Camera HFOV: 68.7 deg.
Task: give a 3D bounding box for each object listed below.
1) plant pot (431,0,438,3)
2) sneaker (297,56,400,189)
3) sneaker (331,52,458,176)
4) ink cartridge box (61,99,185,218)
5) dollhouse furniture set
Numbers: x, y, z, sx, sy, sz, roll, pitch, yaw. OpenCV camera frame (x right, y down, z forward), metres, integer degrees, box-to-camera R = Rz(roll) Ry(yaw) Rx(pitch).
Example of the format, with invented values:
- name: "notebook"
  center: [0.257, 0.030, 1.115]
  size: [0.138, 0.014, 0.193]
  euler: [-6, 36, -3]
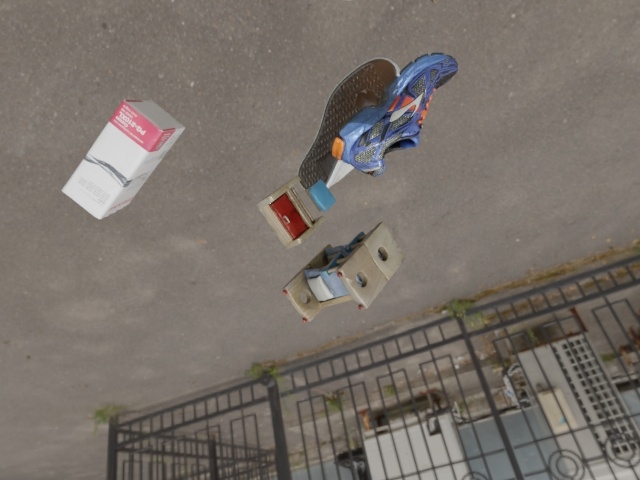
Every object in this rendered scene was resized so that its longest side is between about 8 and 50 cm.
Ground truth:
- name: "plant pot"
  center: [0.257, -0.699, 1.106]
  size: [0.109, 0.238, 0.237]
  euler: [-29, 144, 22]
- name: "sneaker"
  center: [0.060, -0.223, 0.906]
  size: [0.290, 0.106, 0.123]
  euler: [-51, 170, 32]
- name: "sneaker"
  center: [0.117, -0.173, 0.664]
  size: [0.221, 0.087, 0.083]
  euler: [-44, 173, -4]
- name: "ink cartridge box"
  center: [-0.420, -0.179, 1.012]
  size: [0.100, 0.172, 0.237]
  euler: [39, 102, -11]
- name: "dollhouse furniture set"
  center: [0.000, 0.000, 0.665]
  size: [0.129, 0.129, 0.184]
  euler: [-23, 105, 45]
